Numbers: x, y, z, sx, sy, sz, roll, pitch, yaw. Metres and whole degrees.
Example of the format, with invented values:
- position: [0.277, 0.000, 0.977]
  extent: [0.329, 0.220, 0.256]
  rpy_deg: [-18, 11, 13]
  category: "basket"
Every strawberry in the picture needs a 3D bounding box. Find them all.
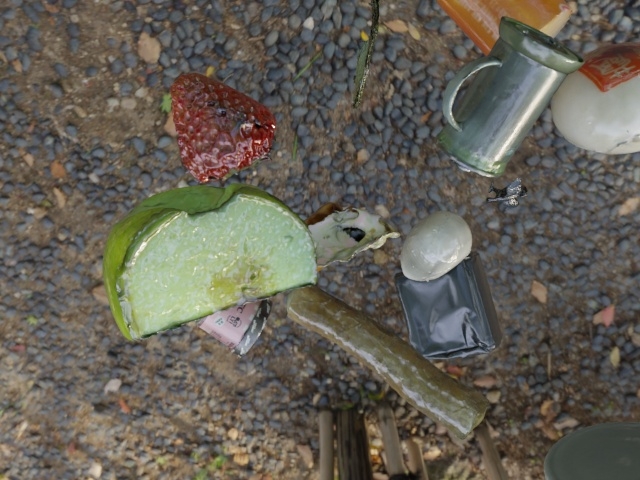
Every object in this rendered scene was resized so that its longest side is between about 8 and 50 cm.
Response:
- position: [-0.232, -0.293, 1.531]
  extent: [0.254, 0.150, 0.279]
  rpy_deg: [-12, 91, -12]
  category: "strawberry"

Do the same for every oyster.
- position: [0.045, -0.003, 1.291]
  extent: [0.209, 0.133, 0.072]
  rpy_deg: [-32, 146, -13]
  category: "oyster"

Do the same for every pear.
- position: [-0.169, 0.000, 0.872]
  extent: [0.293, 0.292, 0.159]
  rpy_deg: [-9, 104, 5]
  category: "pear"

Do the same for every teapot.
- position: [0.385, -0.306, 1.385]
  extent: [0.271, 0.200, 0.336]
  rpy_deg: [3, 128, -35]
  category: "teapot"

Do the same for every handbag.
- position: [0.383, 0.200, 1.884]
  extent: [0.275, 0.178, 0.301]
  rpy_deg: [-16, 90, 30]
  category: "handbag"

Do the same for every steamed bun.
- position: [0.844, -0.424, 1.754]
  extent: [0.375, 0.374, 0.241]
  rpy_deg: [-20, 124, 10]
  category: "steamed bun"

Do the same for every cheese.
- position: [0.313, 0.008, 1.653]
  extent: [0.198, 0.189, 0.154]
  rpy_deg: [-32, 83, -24]
  category: "cheese"

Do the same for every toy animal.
- position: [0.520, -0.129, 1.731]
  extent: [0.108, 0.220, 0.062]
  rpy_deg: [10, 75, 14]
  category: "toy animal"

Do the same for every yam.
- position: [0.092, 0.177, 0.962]
  extent: [0.357, 0.081, 0.081]
  rpy_deg: [31, 114, 17]
  category: "yam"

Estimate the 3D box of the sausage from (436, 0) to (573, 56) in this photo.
- position: [0.483, -0.616, 1.641]
  extent: [0.233, 0.233, 0.287]
  rpy_deg: [-41, 83, 17]
  category: "sausage"

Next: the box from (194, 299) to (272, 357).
- position: [-0.205, 0.173, 1.439]
  extent: [0.135, 0.151, 0.151]
  rpy_deg: [32, 111, -10]
  category: "box"

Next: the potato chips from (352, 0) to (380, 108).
- position: [0.087, -0.361, 1.170]
  extent: [0.029, 0.202, 0.219]
  rpy_deg: [10, 128, -1]
  category: "potato chips"

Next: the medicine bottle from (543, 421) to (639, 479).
- position: [0.425, 0.425, 0.819]
  extent: [0.245, 0.245, 0.306]
  rpy_deg: [-13, 101, 7]
  category: "medicine bottle"

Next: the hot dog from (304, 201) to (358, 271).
- position: [0.000, 0.000, 1.535]
  extent: [0.135, 0.337, 0.100]
  rpy_deg: [9, 120, 27]
  category: "hot dog"
